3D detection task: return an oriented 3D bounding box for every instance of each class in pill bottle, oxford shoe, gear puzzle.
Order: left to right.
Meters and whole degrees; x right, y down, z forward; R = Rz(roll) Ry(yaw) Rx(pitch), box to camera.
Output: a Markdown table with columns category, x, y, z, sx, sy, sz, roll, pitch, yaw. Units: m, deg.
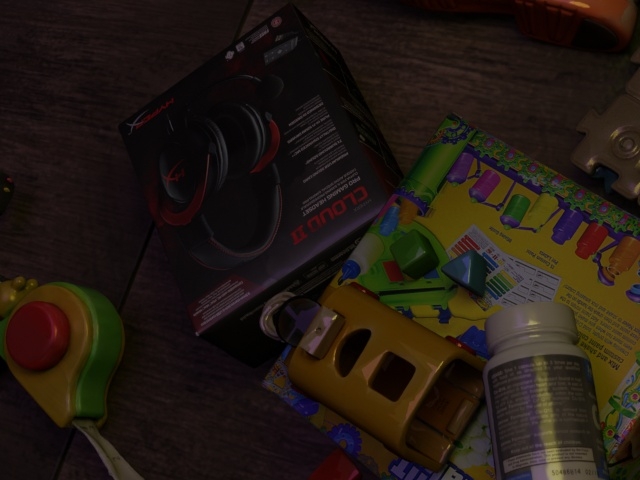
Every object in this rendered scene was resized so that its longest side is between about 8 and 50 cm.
| category | x | y | z | sx | sy | sz | roll | pitch | yaw |
| --- | --- | --- | --- | --- | --- | --- | --- | --- | --- |
| oxford shoe | 0.137 | -0.290 | 1.339 | 0.363 | 0.130 | 0.133 | 21 | 82 | 13 |
| pill bottle | 0.155 | 0.117 | 0.994 | 0.078 | 0.078 | 0.137 | -16 | 64 | 24 |
| gear puzzle | 0.375 | -0.156 | 1.226 | 0.339 | 0.044 | 0.175 | -51 | 52 | -2 |

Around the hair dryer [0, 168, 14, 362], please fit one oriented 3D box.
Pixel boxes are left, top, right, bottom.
| category | x | y | z | sx | sy | sz | roll | pitch | yaw |
| --- | --- | --- | --- | --- | --- | --- | --- | --- | --- |
| hair dryer | -0.407 | 0.082 | 1.574 | 0.223 | 0.080 | 0.293 | -27 | 51 | 36 |

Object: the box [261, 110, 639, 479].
| category | x | y | z | sx | sy | sz | roll | pitch | yaw |
| --- | --- | --- | --- | --- | --- | --- | --- | --- | --- |
| box | 0.162 | 0.099 | 1.152 | 0.290 | 0.177 | 0.279 | 35 | 90 | 36 |

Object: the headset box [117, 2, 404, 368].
| category | x | y | z | sx | sy | sz | roll | pitch | yaw |
| --- | --- | --- | --- | --- | --- | --- | --- | --- | --- |
| headset box | -0.039 | -0.041 | 1.329 | 0.218 | 0.110 | 0.293 | -33 | 56 | 14 |

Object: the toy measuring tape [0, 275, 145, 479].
| category | x | y | z | sx | sy | sz | roll | pitch | yaw |
| --- | --- | --- | --- | --- | --- | --- | --- | --- | --- |
| toy measuring tape | -0.216 | 0.136 | 1.404 | 0.330 | 0.121 | 0.121 | 42 | 93 | 27 |

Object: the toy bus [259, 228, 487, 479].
| category | x | y | z | sx | sy | sz | roll | pitch | yaw |
| --- | --- | --- | --- | --- | --- | --- | --- | --- | --- |
| toy bus | 0.027 | 0.085 | 1.066 | 0.202 | 0.104 | 0.191 | -21 | 61 | 22 |
